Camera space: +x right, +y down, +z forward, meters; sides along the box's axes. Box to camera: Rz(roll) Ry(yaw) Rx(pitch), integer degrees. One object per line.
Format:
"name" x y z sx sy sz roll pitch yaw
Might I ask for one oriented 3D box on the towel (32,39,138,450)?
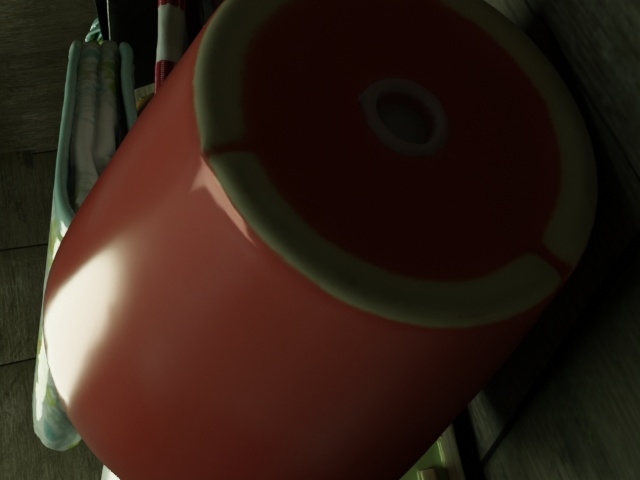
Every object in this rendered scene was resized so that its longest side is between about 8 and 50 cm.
"towel" -0.259 -0.009 1.008 0.374 0.090 0.320 -102 24 -47

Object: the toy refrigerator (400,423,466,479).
"toy refrigerator" 0.049 0.176 0.654 0.094 0.102 0.269 106 153 -78

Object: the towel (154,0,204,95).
"towel" -0.137 -0.117 0.828 0.237 0.037 0.329 111 161 -75

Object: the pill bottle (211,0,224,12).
"pill bottle" -0.077 -0.294 0.878 0.086 0.086 0.152 118 140 -66

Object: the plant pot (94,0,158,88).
"plant pot" -0.209 -0.331 1.183 0.188 0.167 0.187 104 152 -58

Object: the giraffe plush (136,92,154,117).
"giraffe plush" -0.178 -0.151 1.171 0.181 0.170 0.210 -117 23 -47

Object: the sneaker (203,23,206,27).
"sneaker" -0.104 -0.107 1.056 0.131 0.148 0.350 49 125 36

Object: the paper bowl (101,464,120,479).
"paper bowl" -0.130 0.270 1.015 0.148 0.284 0.284 -55 18 -3

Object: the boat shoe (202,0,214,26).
"boat shoe" -0.155 -0.388 1.015 0.132 0.130 0.355 180 80 -75

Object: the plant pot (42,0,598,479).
"plant pot" 0.000 0.000 0.490 0.243 0.275 0.275 126 134 -56

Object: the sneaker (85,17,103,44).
"sneaker" -0.299 -0.378 1.419 0.208 0.127 0.319 -84 0 -63
